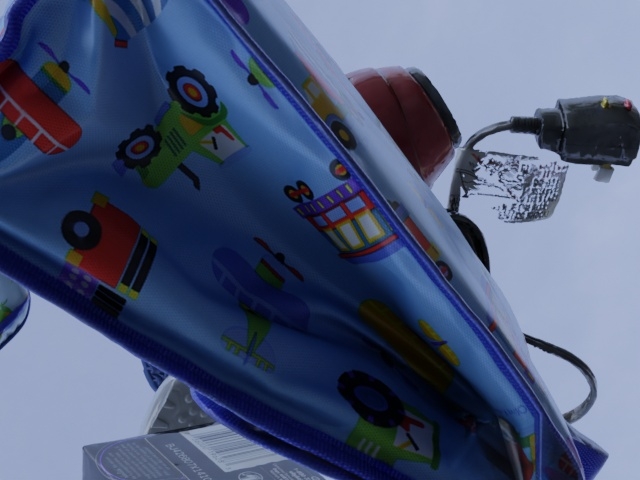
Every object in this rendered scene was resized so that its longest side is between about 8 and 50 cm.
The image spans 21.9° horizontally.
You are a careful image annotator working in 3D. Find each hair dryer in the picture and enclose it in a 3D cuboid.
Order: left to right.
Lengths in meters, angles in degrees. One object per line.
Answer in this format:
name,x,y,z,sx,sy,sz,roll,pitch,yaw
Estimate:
hair dryer,0.038,0.017,0.893,0.293,0.080,0.223,5,-76,-17

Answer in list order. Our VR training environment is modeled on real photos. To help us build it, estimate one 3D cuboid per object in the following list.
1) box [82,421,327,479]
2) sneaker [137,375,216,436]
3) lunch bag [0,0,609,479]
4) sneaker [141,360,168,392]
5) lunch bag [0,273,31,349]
box,-0.084,0.289,1.212,0.143,0.165,0.270,-7,-67,-30
sneaker,-0.144,0.210,1.528,0.090,0.095,0.235,2,-64,-24
lunch bag,0.000,0.000,0.646,0.293,0.221,0.138,39,-82,-8
sneaker,-0.126,0.041,1.534,0.081,0.232,0.090,5,-146,5
lunch bag,-0.353,0.063,1.446,0.219,0.090,0.176,-45,-34,-38
